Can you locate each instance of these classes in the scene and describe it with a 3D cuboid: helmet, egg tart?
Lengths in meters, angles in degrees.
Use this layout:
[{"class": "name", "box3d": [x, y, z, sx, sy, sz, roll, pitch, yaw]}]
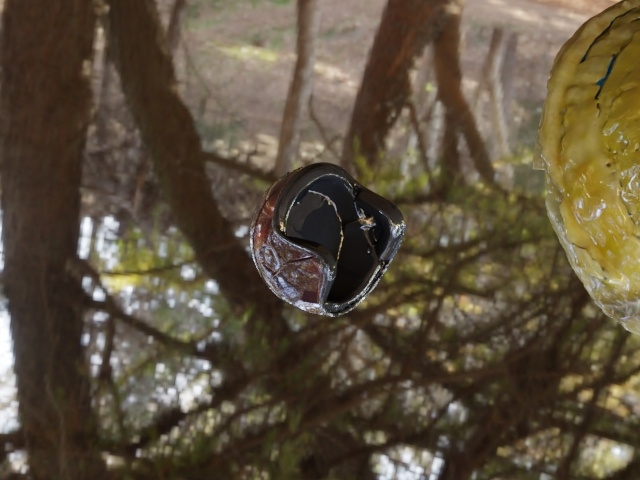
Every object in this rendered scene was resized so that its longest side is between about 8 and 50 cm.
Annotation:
[{"class": "helmet", "box3d": [0.000, 0.000, 1.466, 0.189, 0.216, 0.193, -31, -164, -37]}, {"class": "egg tart", "box3d": [0.374, -0.078, 0.902, 0.388, 0.387, 0.169, 11, 160, 2]}]
